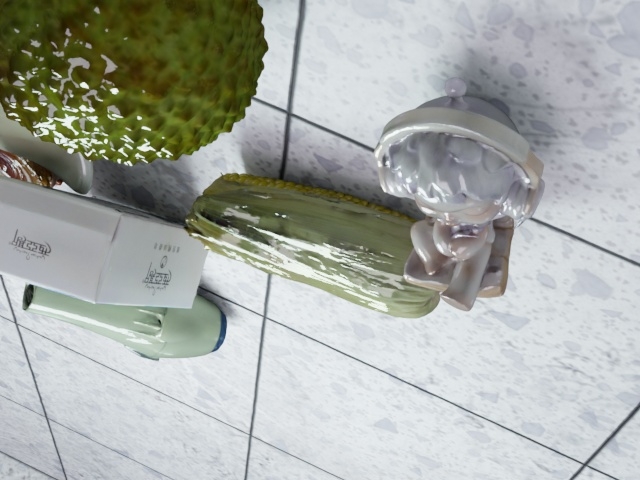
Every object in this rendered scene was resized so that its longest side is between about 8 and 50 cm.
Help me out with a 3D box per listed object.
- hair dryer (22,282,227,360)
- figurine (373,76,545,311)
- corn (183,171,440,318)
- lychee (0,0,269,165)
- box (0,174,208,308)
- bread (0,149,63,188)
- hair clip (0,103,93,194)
[{"bbox_3d":[-0.327,0.097,1.641,0.298,0.119,0.296,7,172,39],"label":"hair dryer"},{"bbox_3d":[0.128,-0.047,1.058,0.163,0.141,0.236,14,148,16],"label":"figurine"},{"bbox_3d":[-0.002,0.004,1.264,0.305,0.122,0.123,16,-167,21],"label":"corn"},{"bbox_3d":[-0.185,-0.200,0.979,0.270,0.269,0.320,13,-179,25],"label":"lychee"},{"bbox_3d":[-0.287,0.006,1.400,0.203,0.116,0.274,17,180,17],"label":"box"},{"bbox_3d":[-0.413,-0.117,1.481,0.161,0.073,0.160,18,148,12],"label":"bread"},{"bbox_3d":[-0.360,-0.177,1.301,0.282,0.113,0.172,37,149,-14],"label":"hair clip"}]
